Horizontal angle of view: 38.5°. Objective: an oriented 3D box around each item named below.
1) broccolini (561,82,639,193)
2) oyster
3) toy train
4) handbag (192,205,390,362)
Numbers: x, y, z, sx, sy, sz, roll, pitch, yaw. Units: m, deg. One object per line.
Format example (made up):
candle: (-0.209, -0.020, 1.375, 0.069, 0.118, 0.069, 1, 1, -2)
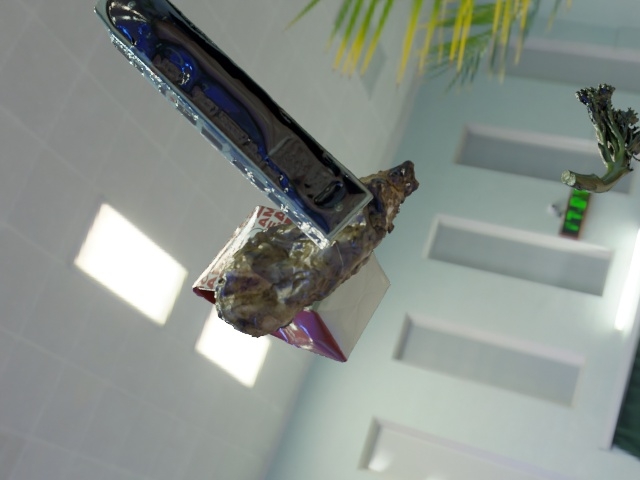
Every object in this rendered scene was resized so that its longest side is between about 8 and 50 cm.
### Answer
broccolini: (0.343, -0.130, 1.141, 0.271, 0.123, 0.062, -33, -14, -52)
oyster: (0.001, 0.002, 1.247, 0.345, 0.129, 0.078, -38, 1, -7)
toy train: (-0.057, -0.082, 0.575, 0.043, 0.207, 0.047, -46, -1, -17)
handbag: (-0.061, 0.056, 1.437, 0.171, 0.298, 0.151, -58, -37, -25)
